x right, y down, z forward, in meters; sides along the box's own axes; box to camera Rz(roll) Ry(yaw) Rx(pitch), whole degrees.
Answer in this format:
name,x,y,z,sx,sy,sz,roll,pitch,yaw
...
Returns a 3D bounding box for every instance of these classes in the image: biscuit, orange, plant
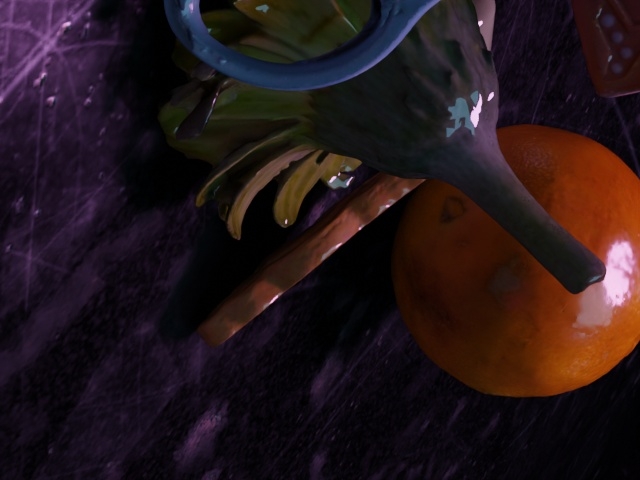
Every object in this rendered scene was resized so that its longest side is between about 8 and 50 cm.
name,x,y,z,sx,sy,sz,roll,pitch,yaw
biscuit,-0.001,0.001,1.050,0.236,0.040,0.144,-36,175,-15
orange,0.194,0.019,1.266,0.261,0.261,0.261,-45,152,-32
plant,0.028,-0.091,0.858,0.261,0.297,0.306,-3,154,-13

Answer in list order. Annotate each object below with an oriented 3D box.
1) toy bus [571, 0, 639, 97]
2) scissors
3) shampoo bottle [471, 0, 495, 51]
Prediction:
name,x,y,z,sx,sy,sz,roll,pitch,yaw
toy bus,0.268,-0.275,0.958,0.427,0.203,0.233,-71,145,-58
scissors,0.094,-0.166,0.732,0.032,0.392,0.180,-74,165,-65
shampoo bottle,0.100,-0.170,1.080,0.079,0.079,0.162,-45,152,-31
